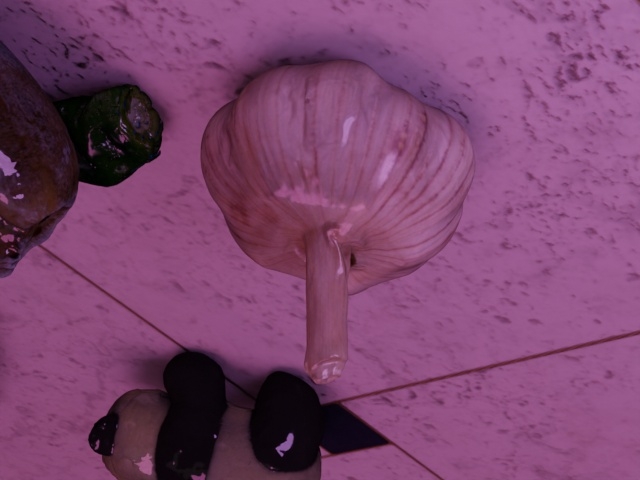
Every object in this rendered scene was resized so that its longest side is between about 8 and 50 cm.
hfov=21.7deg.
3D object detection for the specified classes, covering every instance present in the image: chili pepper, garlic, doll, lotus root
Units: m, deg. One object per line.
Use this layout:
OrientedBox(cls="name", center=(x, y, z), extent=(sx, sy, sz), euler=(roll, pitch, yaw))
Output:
OrientedBox(cls="chili pepper", center=(-0.222, -0.074, 1.320), extent=(0.224, 0.061, 0.098), euler=(-8, 147, 31))
OrientedBox(cls="garlic", center=(0.000, 0.000, 1.176), extent=(0.199, 0.226, 0.199), euler=(8, 149, 5))
OrientedBox(cls="doll", center=(-0.103, 0.197, 1.612), extent=(0.234, 0.135, 0.143), euler=(15, 146, 11))
OrientedBox(cls="lotus root", center=(-0.310, -0.116, 1.212), extent=(0.158, 0.140, 0.322), euler=(-39, 97, 17))
